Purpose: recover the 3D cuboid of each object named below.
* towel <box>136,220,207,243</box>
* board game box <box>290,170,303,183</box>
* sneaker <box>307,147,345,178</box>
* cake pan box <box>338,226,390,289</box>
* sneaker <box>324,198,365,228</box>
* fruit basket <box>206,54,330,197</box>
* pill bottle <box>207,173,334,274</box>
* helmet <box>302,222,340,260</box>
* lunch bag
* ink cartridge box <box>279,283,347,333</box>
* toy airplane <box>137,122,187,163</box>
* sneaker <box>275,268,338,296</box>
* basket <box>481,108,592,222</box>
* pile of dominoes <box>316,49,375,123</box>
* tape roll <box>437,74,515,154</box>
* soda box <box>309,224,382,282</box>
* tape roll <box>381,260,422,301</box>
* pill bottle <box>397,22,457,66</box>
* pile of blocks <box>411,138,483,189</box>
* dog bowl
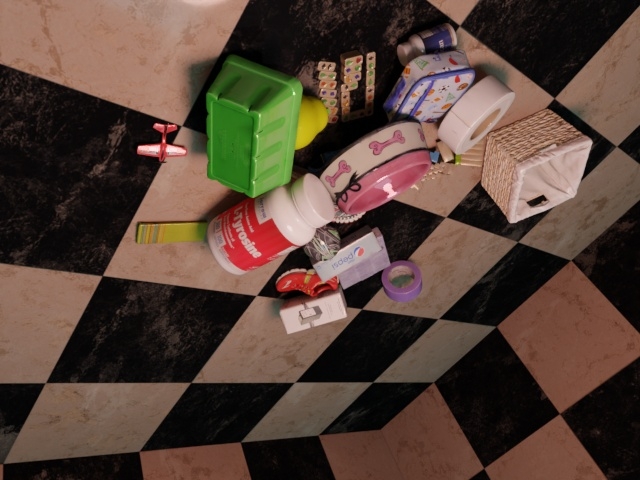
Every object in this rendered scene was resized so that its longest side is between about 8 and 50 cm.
[{"bbox_3d":[-0.520,-0.030,1.797,0.237,0.021,0.102,-3,141,-29],"label":"towel"},{"bbox_3d":[-0.115,-0.154,1.827,0.146,0.045,0.194,22,125,-9],"label":"board game box"},{"bbox_3d":[0.052,-0.286,1.808,0.209,0.069,0.082,-29,142,2],"label":"sneaker"},{"bbox_3d":[0.172,0.087,2.296,0.266,0.070,0.246,-28,139,-1],"label":"cake pan box"},{"bbox_3d":[0.047,-0.130,1.940,0.298,0.121,0.112,-14,136,-15],"label":"sneaker"},{"bbox_3d":[-0.154,-0.351,1.525,0.392,0.282,0.392,-61,167,-25],"label":"fruit basket"},{"bbox_3d":[-0.165,-0.058,1.728,0.407,0.229,0.229,-27,145,26],"label":"pill bottle"},{"bbox_3d":[0.000,0.000,2.013,0.169,0.161,0.170,0,105,0],"label":"helmet"},{"bbox_3d":[0.338,-0.479,1.662,0.243,0.115,0.303,-17,165,-17],"label":"lunch bag"},{"bbox_3d":[-0.027,0.299,2.258,0.272,0.115,0.198,-17,-174,5],"label":"ink cartridge box"},{"bbox_3d":[-0.470,-0.291,1.526,0.151,0.028,0.151,-18,141,-15],"label":"toy airplane"},{"bbox_3d":[-0.059,0.188,2.208,0.278,0.119,0.107,-10,142,4],"label":"sneaker"},{"bbox_3d":[0.868,-0.310,2.108,0.328,0.267,0.331,-23,142,-7],"label":"basket"},{"bbox_3d":[0.091,-0.478,1.642,0.195,0.040,0.251,-19,140,-12],"label":"pile of dominoes"},{"bbox_3d":[0.549,-0.441,1.816,0.286,0.100,0.286,-39,165,-12],"label":"tape roll"},{"bbox_3d":[0.103,0.055,2.129,0.286,0.091,0.098,-30,114,1],"label":"soda box"},{"bbox_3d":[0.390,0.194,2.446,0.188,0.189,0.080,-24,141,-5],"label":"tape roll"},{"bbox_3d":[0.330,-0.605,1.598,0.169,0.094,0.094,-23,141,-7],"label":"pill bottle"},{"bbox_3d":[0.464,-0.309,2.021,0.361,0.149,0.112,-20,-175,5],"label":"pile of blocks"},{"bbox_3d":[0.200,-0.234,1.759,0.407,0.151,0.408,-27,168,-6],"label":"dog bowl"}]
